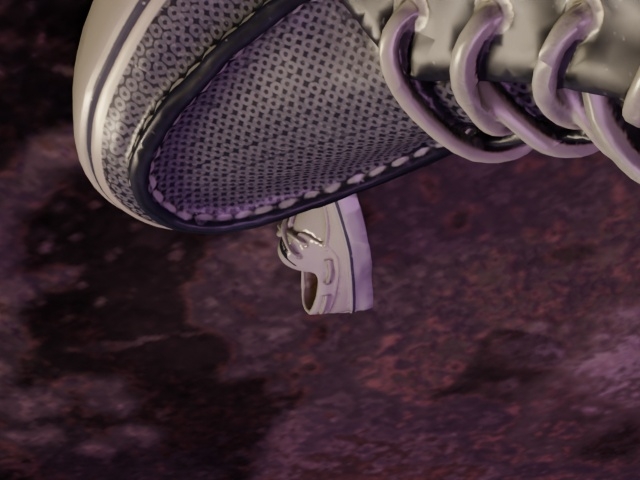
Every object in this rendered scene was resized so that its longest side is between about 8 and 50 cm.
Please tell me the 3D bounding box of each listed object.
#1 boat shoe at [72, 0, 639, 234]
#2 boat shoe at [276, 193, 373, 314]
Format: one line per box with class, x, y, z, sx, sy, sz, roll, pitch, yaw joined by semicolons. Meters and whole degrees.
boat shoe;0.062;-0.065;0.370;0.340;0.158;0.127;-36;137;27
boat shoe;0.000;0.000;0.539;0.035;0.035;0.100;-14;150;-4
